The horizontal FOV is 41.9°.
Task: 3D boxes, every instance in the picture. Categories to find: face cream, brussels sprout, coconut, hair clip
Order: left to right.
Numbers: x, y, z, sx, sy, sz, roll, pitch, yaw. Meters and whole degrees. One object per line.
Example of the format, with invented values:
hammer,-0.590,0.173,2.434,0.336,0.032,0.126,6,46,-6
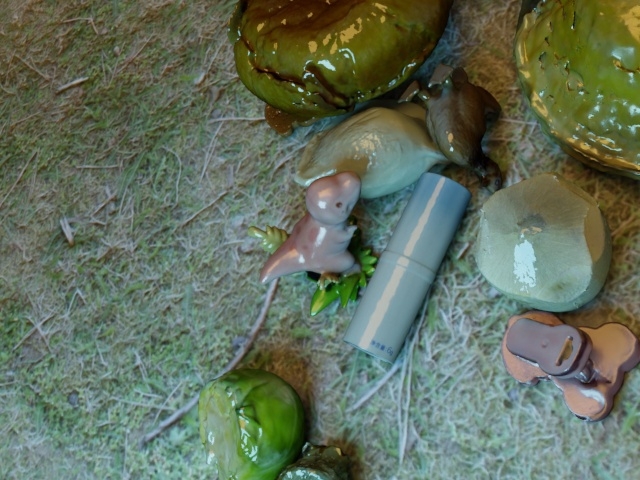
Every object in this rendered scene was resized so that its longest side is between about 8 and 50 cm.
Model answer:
brussels sprout,-0.084,0.241,1.098,0.149,0.122,0.151,60,136,38
face cream,0.115,0.035,1.104,0.077,0.077,0.250,22,81,31
coconut,0.264,0.000,0.995,0.161,0.162,0.160,-9,67,22
hair clip,0.294,0.141,1.004,0.138,0.102,0.123,7,68,62

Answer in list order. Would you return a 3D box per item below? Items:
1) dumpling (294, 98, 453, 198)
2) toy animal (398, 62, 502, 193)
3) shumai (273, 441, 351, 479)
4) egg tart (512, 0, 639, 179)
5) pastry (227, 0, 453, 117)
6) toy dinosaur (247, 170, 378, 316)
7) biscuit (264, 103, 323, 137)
dumpling,0.069,-0.135,1.175,0.216,0.126,0.166,-30,44,16
toy animal,0.198,-0.161,1.132,0.089,0.179,0.188,-29,24,35
shumai,-0.004,0.307,1.056,0.099,0.087,0.123,31,127,5
egg tart,0.443,-0.278,1.012,0.444,0.178,0.442,-9,68,22
pastry,0.026,-0.328,1.217,0.356,0.164,0.355,-20,45,21
toy dinosaur,0.001,0.007,1.114,0.194,0.177,0.152,-27,60,16
biscuit,-0.028,-0.218,1.311,0.131,0.019,0.102,-31,59,12
